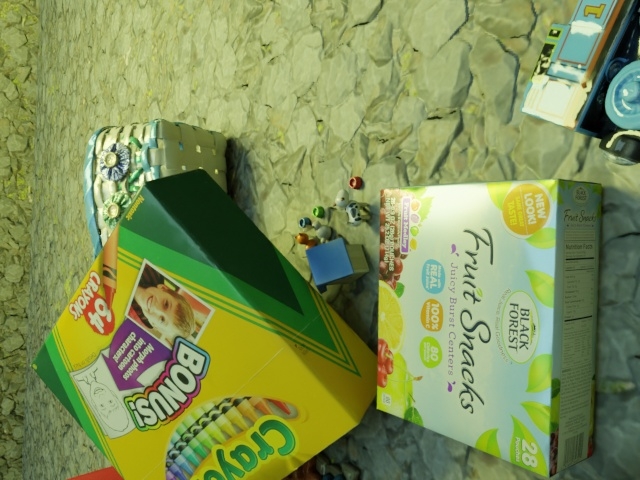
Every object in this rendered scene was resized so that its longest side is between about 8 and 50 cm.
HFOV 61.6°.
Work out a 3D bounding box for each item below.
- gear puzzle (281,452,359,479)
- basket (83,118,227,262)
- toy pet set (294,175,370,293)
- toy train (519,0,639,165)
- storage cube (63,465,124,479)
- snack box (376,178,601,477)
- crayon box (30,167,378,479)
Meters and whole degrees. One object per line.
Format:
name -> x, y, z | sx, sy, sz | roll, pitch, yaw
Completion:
gear puzzle -> -0.061, 0.328, 0.713 | 0.339, 0.044, 0.175 | 12, 101, 51
basket -> -0.285, -0.071, 0.863 | 0.289, 0.201, 0.255 | -14, 81, 41
toy pet set -> 0.000, 0.000, 0.612 | 0.122, 0.065, 0.114 | -38, 62, 46
toy train -> 0.208, -0.143, 0.336 | 0.105, 0.080, 0.184 | 43, 123, 50
storage cube -> -0.331, 0.511, 0.931 | 0.193, 0.215, 0.183 | -3, 88, 46
snack box -> 0.129, 0.056, 0.445 | 0.174, 0.070, 0.207 | 5, 95, 52
crayon box -> -0.154, 0.154, 0.639 | 0.313, 0.106, 0.363 | 47, 122, 7
